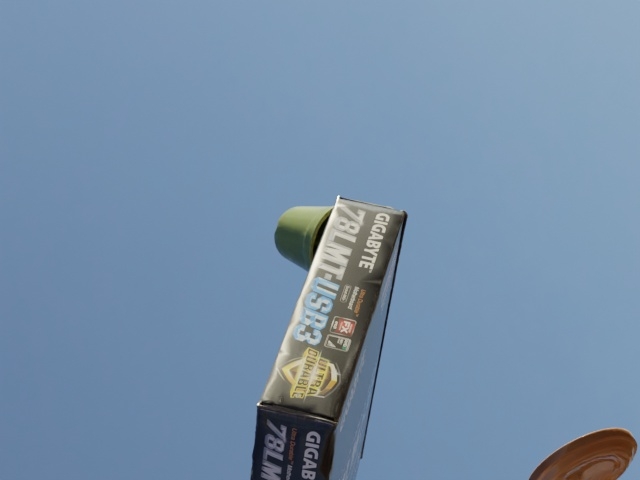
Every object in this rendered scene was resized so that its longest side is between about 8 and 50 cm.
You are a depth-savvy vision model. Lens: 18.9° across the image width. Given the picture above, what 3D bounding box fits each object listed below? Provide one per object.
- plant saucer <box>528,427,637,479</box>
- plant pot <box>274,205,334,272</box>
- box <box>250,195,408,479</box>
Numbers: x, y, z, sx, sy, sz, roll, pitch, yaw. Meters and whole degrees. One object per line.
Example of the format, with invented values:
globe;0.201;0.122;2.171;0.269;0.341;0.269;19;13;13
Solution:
plant saucer;0.183;0.160;1.334;0.083;0.083;0.013;32;-155;-53
plant pot;0.000;0.000;1.742;0.083;0.079;0.083;-10;-74;-37
box;-0.002;0.163;1.600;0.295;0.073;0.293;-71;-8;-54
